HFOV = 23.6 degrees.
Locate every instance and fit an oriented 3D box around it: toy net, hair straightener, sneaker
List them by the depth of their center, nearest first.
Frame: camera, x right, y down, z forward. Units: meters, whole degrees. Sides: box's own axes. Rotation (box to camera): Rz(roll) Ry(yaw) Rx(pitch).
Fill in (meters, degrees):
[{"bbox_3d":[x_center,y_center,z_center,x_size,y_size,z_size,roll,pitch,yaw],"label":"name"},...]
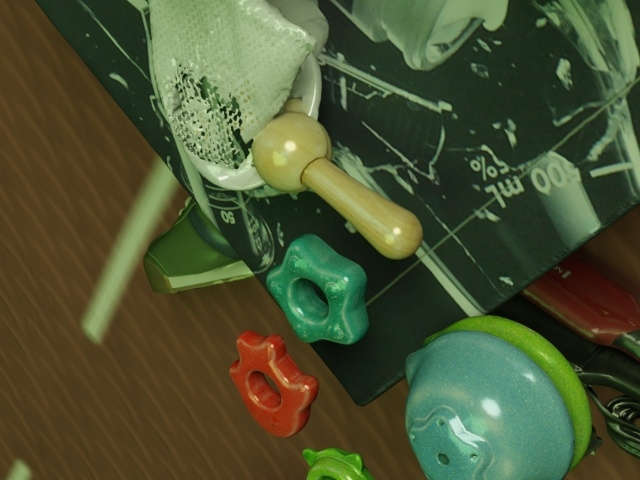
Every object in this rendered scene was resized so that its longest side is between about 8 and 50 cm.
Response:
[{"bbox_3d":[0.000,0.000,0.549,0.122,0.045,0.232,-19,102,48],"label":"toy net"},{"bbox_3d":[0.150,0.071,0.725,0.230,0.047,0.089,30,135,18],"label":"hair straightener"},{"bbox_3d":[-0.030,-0.027,0.808,0.192,0.064,0.086,-10,100,44],"label":"sneaker"}]

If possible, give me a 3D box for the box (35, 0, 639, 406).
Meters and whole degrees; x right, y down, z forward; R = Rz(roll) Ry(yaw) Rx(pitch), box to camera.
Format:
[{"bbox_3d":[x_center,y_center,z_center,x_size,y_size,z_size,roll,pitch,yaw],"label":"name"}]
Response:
[{"bbox_3d":[0.054,-0.164,0.558,0.312,0.179,0.343,50,137,4],"label":"box"}]
